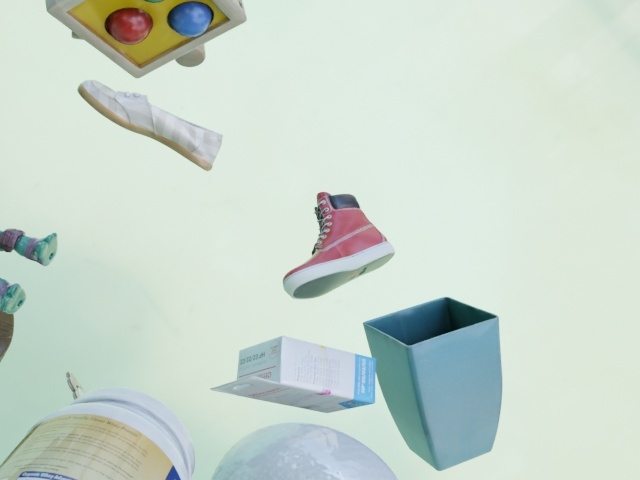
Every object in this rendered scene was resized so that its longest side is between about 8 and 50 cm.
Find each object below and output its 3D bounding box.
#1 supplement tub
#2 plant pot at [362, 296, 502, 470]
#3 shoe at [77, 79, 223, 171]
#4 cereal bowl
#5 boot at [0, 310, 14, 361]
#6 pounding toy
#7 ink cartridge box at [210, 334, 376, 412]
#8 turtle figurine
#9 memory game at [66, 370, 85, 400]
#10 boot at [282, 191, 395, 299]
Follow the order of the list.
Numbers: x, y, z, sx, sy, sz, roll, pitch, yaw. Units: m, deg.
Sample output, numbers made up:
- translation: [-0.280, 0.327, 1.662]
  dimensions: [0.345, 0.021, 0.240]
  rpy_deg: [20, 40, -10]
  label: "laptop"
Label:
- translation: [-0.282, 0.331, 0.934]
  dimensions: [0.228, 0.228, 0.316]
  rpy_deg: [46, 21, -9]
  label: "supplement tub"
- translation: [0.193, 0.238, 1.322]
  dimensions: [0.165, 0.165, 0.234]
  rpy_deg: [-14, 102, -20]
  label: "plant pot"
- translation: [-0.239, -0.176, 1.161]
  dimensions: [0.219, 0.058, 0.076]
  rpy_deg: [29, 10, -23]
  label: "shoe"
- translation: [-0.034, 0.460, 1.256]
  dimensions: [0.339, 0.339, 0.141]
  rpy_deg: [50, 23, -4]
  label: "cereal bowl"
- translation: [-0.601, 0.194, 1.371]
  dimensions: [0.077, 0.165, 0.213]
  rpy_deg: [22, 69, -46]
  label: "boot"
- translation: [-0.162, -0.205, 0.763]
  dimensions: [0.206, 0.181, 0.094]
  rpy_deg: [35, 36, -60]
  label: "pounding toy"
- translation: [-0.033, 0.165, 1.003]
  dimensions: [0.181, 0.104, 0.062]
  rpy_deg: [18, 63, -32]
  label: "ink cartridge box"
- translation: [-0.466, -0.007, 1.038]
  dimensions: [0.234, 0.175, 0.118]
  rpy_deg: [26, -2, 4]
  label: "turtle figurine"
- translation: [-0.501, 0.362, 1.737]
  dimensions: [0.012, 0.186, 0.186]
  rpy_deg: [-27, 81, -13]
  label: "memory game"
- translation: [0.000, 0.000, 1.502]
  dimensions: [0.244, 0.088, 0.176]
  rpy_deg: [-22, 69, -36]
  label: "boot"
